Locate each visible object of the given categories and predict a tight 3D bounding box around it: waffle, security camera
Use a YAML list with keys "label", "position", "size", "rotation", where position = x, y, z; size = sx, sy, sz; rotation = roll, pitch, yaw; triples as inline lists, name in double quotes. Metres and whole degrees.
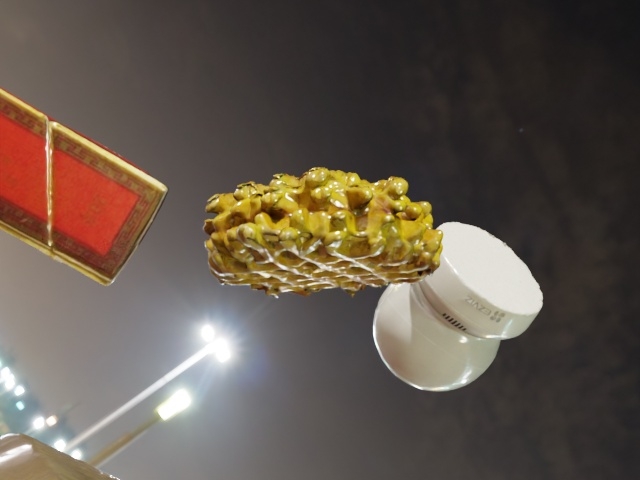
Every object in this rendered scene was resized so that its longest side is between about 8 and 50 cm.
- label: "waffle"
  position: [0.000, 0.000, 0.690]
  size: [0.197, 0.193, 0.070]
  rotation: [118, -28, -72]
- label: "security camera"
  position: [0.181, 0.114, 1.209]
  size: [0.194, 0.194, 0.236]
  rotation: [45, -57, 20]

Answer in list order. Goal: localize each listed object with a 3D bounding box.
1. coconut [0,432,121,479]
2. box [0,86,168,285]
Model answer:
- label: "coconut"
  position: [-0.202, 0.250, 0.535]
  size: [0.259, 0.259, 0.259]
  rotation: [42, -27, 27]
- label: "box"
  position: [-0.211, -0.068, 0.484]
  size: [0.240, 0.074, 0.153]
  rotation: [32, -6, -16]
